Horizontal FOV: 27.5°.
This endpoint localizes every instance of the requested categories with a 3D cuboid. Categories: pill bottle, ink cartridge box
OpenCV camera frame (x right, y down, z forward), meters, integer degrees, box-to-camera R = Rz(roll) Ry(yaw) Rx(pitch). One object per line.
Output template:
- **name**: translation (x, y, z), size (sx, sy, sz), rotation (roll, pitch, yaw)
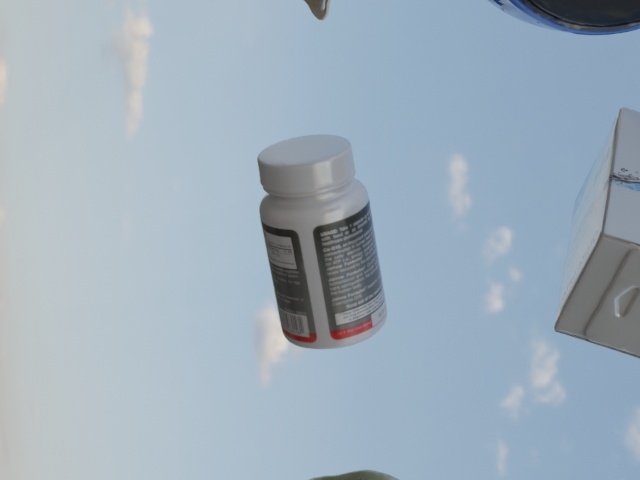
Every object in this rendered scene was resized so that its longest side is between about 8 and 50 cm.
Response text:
- **pill bottle**: translation (0.000, 0.000, 1.893), size (0.161, 0.161, 0.283), rotation (-137, -146, -63)
- **ink cartridge box**: translation (0.452, -0.001, 1.772), size (0.198, 0.197, 0.270), rotation (106, 3, -46)

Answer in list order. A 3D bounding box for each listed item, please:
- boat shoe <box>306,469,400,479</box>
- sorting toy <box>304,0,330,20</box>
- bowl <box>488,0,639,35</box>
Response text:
- **boat shoe**: translation (-0.010, 0.253, 1.101), size (0.109, 0.094, 0.302), rotation (43, -27, -14)
- **sorting toy**: translation (-0.009, -0.245, 1.203), size (0.083, 0.045, 0.075), rotation (107, -37, -69)
- **bowl**: translation (0.306, -0.392, 1.329), size (0.077, 0.391, 0.391), rotation (-125, -145, -54)
